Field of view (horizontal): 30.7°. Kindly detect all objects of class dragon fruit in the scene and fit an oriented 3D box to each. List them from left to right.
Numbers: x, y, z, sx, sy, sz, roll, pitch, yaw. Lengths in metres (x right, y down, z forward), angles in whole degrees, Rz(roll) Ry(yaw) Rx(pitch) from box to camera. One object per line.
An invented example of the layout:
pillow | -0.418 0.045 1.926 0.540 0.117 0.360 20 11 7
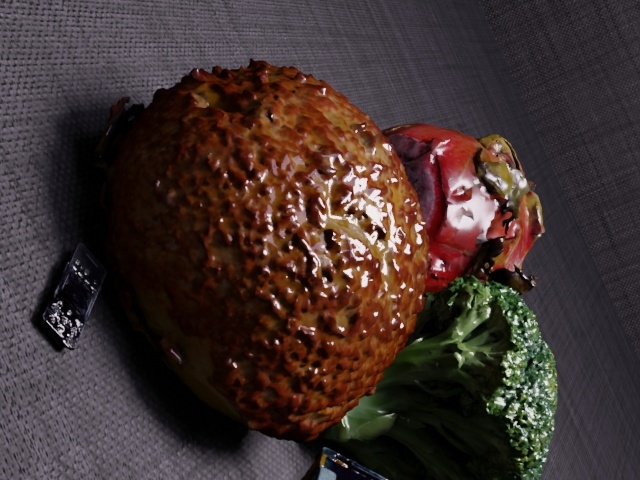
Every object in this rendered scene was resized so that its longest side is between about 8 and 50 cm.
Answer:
dragon fruit | 0.145 -0.014 1.411 0.291 0.269 0.250 27 53 -55

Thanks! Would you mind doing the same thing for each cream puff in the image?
cream puff | -0.027 -0.004 1.022 0.350 0.228 0.350 49 29 -40

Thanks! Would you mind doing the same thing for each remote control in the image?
remote control | -0.187 0.042 0.878 0.039 0.014 0.096 55 25 -27

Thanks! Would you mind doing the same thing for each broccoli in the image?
broccoli | 0.121 0.161 1.180 0.269 0.241 0.262 136 -43 -71

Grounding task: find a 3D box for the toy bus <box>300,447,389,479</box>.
toy bus | 0.004 0.278 0.943 0.098 0.114 0.201 29 30 -7
